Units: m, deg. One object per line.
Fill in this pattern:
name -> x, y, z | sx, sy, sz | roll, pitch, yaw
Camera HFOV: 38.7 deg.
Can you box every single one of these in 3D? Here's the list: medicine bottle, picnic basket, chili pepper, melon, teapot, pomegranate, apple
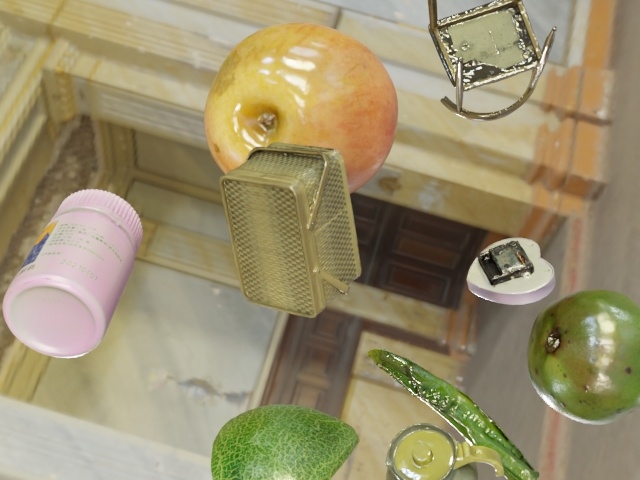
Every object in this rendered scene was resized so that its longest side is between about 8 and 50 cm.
medicine bottle -> -0.431, 0.052, 1.622 | 0.291, 0.178, 0.178 | -83, 6, -55
picnic basket -> -0.045, -0.021, 1.484 | 0.139, 0.165, 0.267 | -39, -50, -44
chili pepper -> 0.232, 0.296, 1.578 | 0.076, 0.359, 0.085 | -50, -4, 23
melon -> -0.098, 0.532, 2.096 | 0.343, 0.331, 0.226 | -54, -23, -76
teapot -> 0.168, 0.317, 1.263 | 0.119, 0.165, 0.130 | 67, -167, -47
pomegranate -> 0.395, 0.163, 1.249 | 0.187, 0.225, 0.187 | -29, 54, 49
apple -> -0.042, -0.239, 1.732 | 0.364, 0.363, 0.364 | 16, -90, -88

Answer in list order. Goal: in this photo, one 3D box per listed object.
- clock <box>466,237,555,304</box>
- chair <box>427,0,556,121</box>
clock -> 0.387, 0.058, 1.903 | 0.198, 0.172, 0.064 | -104, -3, -59
chair -> 0.287, -0.335, 1.566 | 0.272, 0.188, 0.166 | 63, -171, -70
